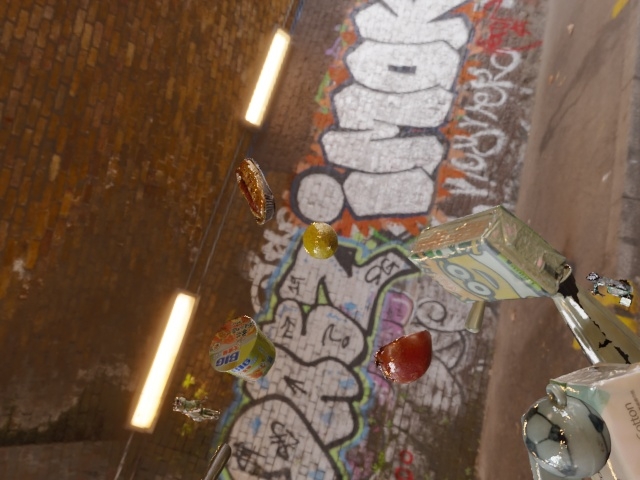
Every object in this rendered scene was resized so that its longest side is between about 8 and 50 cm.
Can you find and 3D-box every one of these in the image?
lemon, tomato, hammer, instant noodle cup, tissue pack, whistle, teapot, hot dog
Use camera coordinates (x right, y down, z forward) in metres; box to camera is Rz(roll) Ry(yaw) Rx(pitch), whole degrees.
[{"bbox_3d":[0.000,0.000,1.442,0.133,0.109,0.109,-131,42,-53],"label":"lemon"},{"bbox_3d":[0.401,0.549,2.136,0.309,0.309,0.170,86,163,-59],"label":"tomato"},{"bbox_3d":[-0.301,0.639,1.126,0.440,0.044,0.168,-53,-17,-74],"label":"hammer"},{"bbox_3d":[-0.253,0.378,1.606,0.153,0.205,0.205,47,-130,-40],"label":"instant noodle cup"},{"bbox_3d":[0.398,0.048,1.169,0.128,0.228,0.311,-57,13,-21],"label":"tissue pack"},{"bbox_3d":[0.475,0.405,0.906,0.163,0.164,0.289,-49,-56,-70],"label":"whistle"},{"bbox_3d":[0.790,0.510,1.227,0.266,0.194,0.356,73,177,-76],"label":"tissue pack"},{"bbox_3d":[0.625,0.170,1.748,0.220,0.149,0.318,-6,-62,-39],"label":"teapot"},{"bbox_3d":[-0.209,-0.160,1.500,0.252,0.069,0.131,62,147,34],"label":"hot dog"}]

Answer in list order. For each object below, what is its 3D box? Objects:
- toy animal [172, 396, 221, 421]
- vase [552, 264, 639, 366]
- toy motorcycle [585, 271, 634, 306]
[{"bbox_3d":[-0.439,0.605,1.689,0.241,0.099,0.056,64,-163,-51],"label":"toy animal"},{"bbox_3d":[0.814,0.244,1.425,0.165,0.360,0.165,-41,4,3],"label":"vase"},{"bbox_3d":[1.129,0.186,1.844,0.058,0.173,0.100,-34,-48,-38],"label":"toy motorcycle"}]
